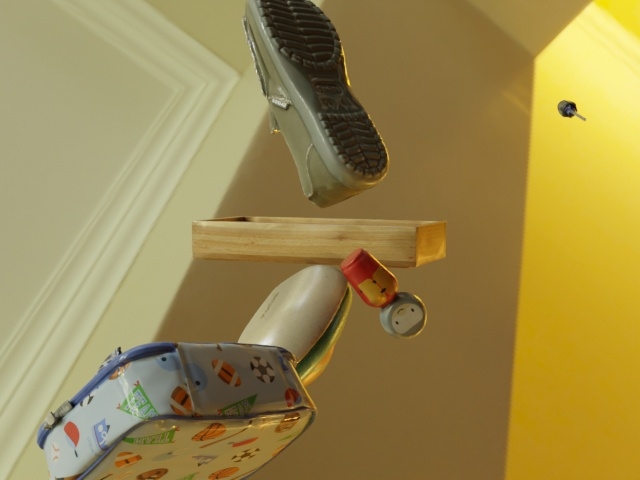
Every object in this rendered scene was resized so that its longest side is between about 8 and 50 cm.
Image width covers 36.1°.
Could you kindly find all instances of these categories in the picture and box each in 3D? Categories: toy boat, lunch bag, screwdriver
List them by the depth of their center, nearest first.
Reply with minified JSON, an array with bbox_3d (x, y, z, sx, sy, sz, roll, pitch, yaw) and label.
[{"bbox_3d":[-0.172,0.219,1.149,0.303,0.243,0.115,11,-133,-47],"label":"lunch bag"},{"bbox_3d":[0.322,-0.159,1.253,0.024,0.025,0.170,11,-161,2],"label":"screwdriver"},{"bbox_3d":[0.010,0.130,1.475,0.148,0.318,0.267,47,-138,-12],"label":"toy boat"}]

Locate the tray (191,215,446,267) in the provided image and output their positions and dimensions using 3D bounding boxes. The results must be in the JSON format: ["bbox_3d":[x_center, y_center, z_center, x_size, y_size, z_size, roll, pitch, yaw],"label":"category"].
[{"bbox_3d":[0.000,0.000,1.756,0.203,0.410,0.076,-11,-79,-69],"label":"tray"}]

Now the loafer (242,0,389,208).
[{"bbox_3d":[-0.023,-0.136,0.922,0.094,0.087,0.251,3,-126,-37],"label":"loafer"}]
